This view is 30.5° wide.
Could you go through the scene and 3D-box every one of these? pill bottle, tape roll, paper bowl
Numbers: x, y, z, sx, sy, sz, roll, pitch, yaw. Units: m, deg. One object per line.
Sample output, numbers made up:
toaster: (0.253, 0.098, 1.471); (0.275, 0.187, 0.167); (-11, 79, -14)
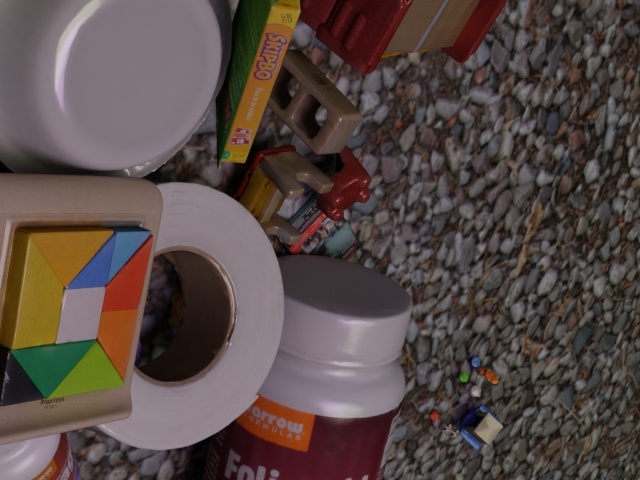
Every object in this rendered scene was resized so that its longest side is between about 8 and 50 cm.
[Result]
pill bottle: (-0.320, 0.215, 1.199); (0.121, 0.121, 0.216); (-36, 154, -22)
tape roll: (-0.177, 0.077, 1.255); (0.286, 0.100, 0.286); (-4, 96, -40)
pill bottle: (-0.021, 0.232, 1.453); (0.224, 0.224, 0.392); (-5, 116, -41)
paper bowl: (-0.209, -0.180, 1.109); (0.284, 0.148, 0.284); (-23, 128, -33)

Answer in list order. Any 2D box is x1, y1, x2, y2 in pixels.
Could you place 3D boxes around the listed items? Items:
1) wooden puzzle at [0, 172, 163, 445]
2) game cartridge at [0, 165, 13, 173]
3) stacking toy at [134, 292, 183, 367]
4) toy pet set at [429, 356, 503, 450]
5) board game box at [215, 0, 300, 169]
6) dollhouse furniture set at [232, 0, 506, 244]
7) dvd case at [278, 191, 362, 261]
wooden puzzle: (-0.229, 0.061, 1.066); (0.221, 0.044, 0.238); (-2, 101, -56)
game cartridge: (-0.393, 0.065, 1.104); (0.198, 0.062, 0.297); (-4, 118, -67)
stacking toy: (-0.227, 0.169, 1.355); (0.167, 0.052, 0.221); (-8, 118, -39)
toy pet set: (0.231, 0.262, 1.837); (0.114, 0.065, 0.122); (44, 76, -11)
board game box: (-0.069, -0.188, 1.172); (0.039, 0.124, 0.259); (7, 147, -17)
dollhouse furniture set: (0.025, -0.182, 1.340); (0.201, 0.152, 0.374); (-14, 144, -48)
dvd case: (0.000, 0.000, 1.495); (0.087, 0.013, 0.119); (-47, 135, -11)
